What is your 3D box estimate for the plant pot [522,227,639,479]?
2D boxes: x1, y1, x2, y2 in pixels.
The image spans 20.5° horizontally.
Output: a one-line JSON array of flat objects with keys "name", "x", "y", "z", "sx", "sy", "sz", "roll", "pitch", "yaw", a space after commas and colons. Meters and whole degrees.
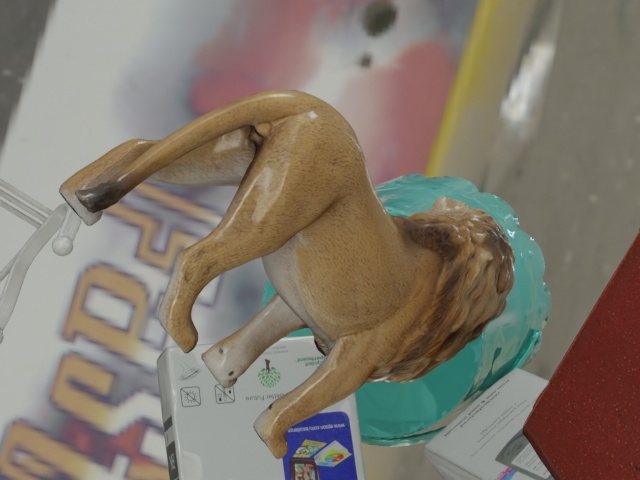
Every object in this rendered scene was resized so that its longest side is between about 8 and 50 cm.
[{"name": "plant pot", "x": 0.277, "y": 0.074, "z": 1.005, "sx": 0.267, "sy": 0.236, "sz": 0.267, "roll": -38, "pitch": 159, "yaw": -51}]

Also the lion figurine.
[{"name": "lion figurine", "x": 0.000, "y": 0.000, "z": 1.229, "sx": 0.240, "sy": 0.142, "sz": 0.392, "roll": -38, "pitch": 147, "yaw": -3}]

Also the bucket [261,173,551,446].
[{"name": "bucket", "x": 0.083, "y": 0.070, "z": 1.835, "sx": 0.183, "sy": 0.281, "sz": 0.281, "roll": -21, "pitch": 122, "yaw": -65}]

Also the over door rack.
[{"name": "over door rack", "x": -0.397, "y": 0.024, "z": 1.565, "sx": 0.239, "sy": 0.324, "sz": 0.108, "roll": 34, "pitch": 38, "yaw": -24}]

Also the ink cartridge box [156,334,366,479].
[{"name": "ink cartridge box", "x": -0.040, "y": 0.250, "z": 1.511, "sx": 0.065, "sy": 0.165, "sz": 0.332, "roll": 132, "pitch": -47, "yaw": -68}]

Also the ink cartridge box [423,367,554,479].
[{"name": "ink cartridge box", "x": 0.250, "y": 0.257, "z": 1.538, "sx": 0.131, "sy": 0.306, "sz": 0.226, "roll": -39, "pitch": 110, "yaw": -13}]
